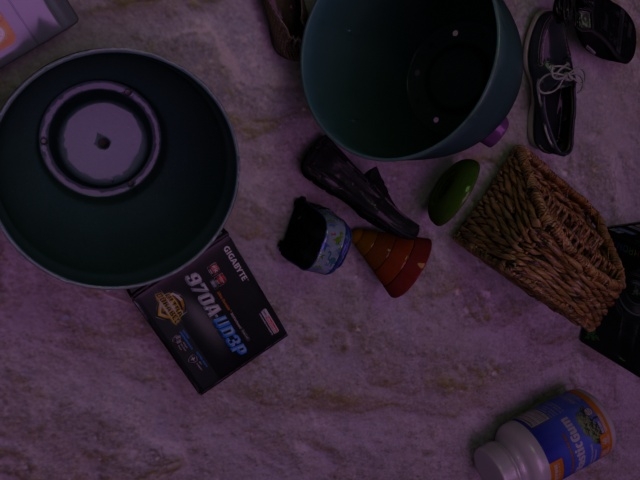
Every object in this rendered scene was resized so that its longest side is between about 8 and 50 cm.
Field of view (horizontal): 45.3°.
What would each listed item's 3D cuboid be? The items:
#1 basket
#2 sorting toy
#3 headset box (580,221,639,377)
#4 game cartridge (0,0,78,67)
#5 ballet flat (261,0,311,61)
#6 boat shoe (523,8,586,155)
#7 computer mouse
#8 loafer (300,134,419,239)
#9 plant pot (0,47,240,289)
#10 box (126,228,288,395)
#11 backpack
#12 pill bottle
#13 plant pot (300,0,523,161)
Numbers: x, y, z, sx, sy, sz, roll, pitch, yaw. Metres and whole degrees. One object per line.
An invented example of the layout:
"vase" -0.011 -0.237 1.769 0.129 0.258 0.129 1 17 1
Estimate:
"basket" 0.434 0.001 1.379 0.299 0.213 0.223 33 93 -33
"sorting toy" 0.169 -0.086 1.290 0.126 0.127 0.366 30 96 -9
"headset box" 0.670 0.137 1.537 0.131 0.246 0.283 -7 114 -25
"game cartridge" -0.467 -0.273 0.905 0.297 0.062 0.198 -35 126 -11
"ballet flat" -0.063 -0.368 1.069 0.084 0.058 0.250 -26 119 -17
"boat shoe" 0.407 -0.271 1.337 0.095 0.079 0.255 -12 114 -21
"computer mouse" 0.463 -0.416 1.323 0.262 0.060 0.184 12 80 -42
"loafer" 0.073 -0.081 1.215 0.223 0.076 0.078 35 85 -10
"plant pot" -0.270 -0.108 0.982 0.293 0.196 0.293 -8 112 -20
"box" -0.175 0.111 1.207 0.175 0.051 0.220 -33 121 -12
"backpack" 0.000 0.000 1.215 0.084 0.114 0.105 16 101 -31
"pill bottle" 0.464 0.430 1.602 0.272 0.152 0.152 -22 118 -19
"plant pot" 0.155 -0.249 1.101 0.235 0.293 0.293 0 112 -58
